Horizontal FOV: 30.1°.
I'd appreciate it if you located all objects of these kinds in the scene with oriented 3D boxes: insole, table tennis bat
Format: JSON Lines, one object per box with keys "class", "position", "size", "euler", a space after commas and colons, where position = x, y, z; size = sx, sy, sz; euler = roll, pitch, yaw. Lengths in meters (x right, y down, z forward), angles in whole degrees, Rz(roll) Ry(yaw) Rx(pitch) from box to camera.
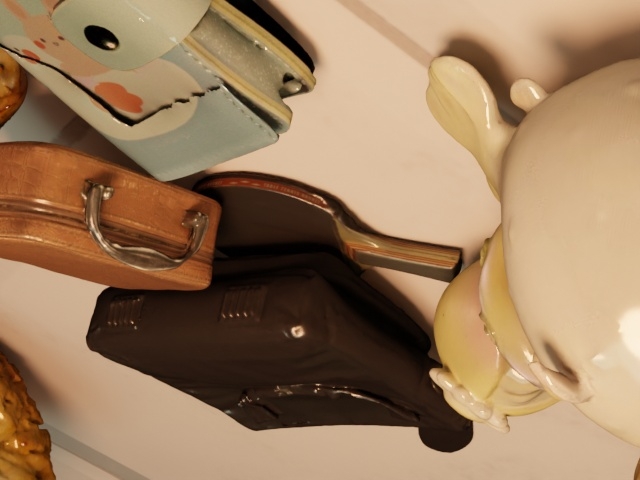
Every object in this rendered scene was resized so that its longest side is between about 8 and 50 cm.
{"class": "insole", "position": [0.119, 0.169, 1.114], "size": [0.053, 0.002, 0.152], "euler": [15, 149, 10]}
{"class": "table tennis bat", "position": [0.000, 0.000, 0.904], "size": [0.220, 0.019, 0.130], "euler": [11, 150, 19]}

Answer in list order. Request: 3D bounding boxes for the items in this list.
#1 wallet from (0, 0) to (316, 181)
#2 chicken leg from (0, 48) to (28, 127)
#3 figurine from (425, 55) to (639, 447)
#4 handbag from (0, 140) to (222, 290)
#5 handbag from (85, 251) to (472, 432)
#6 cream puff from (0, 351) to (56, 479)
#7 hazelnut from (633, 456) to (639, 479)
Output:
{"class": "wallet", "position": [-0.138, -0.141, 0.716], "size": [0.250, 0.075, 0.176], "euler": [40, 150, -29]}
{"class": "chicken leg", "position": [-0.324, -0.127, 0.840], "size": [0.251, 0.087, 0.107], "euler": [13, 153, 19]}
{"class": "figurine", "position": [0.146, 0.011, 0.723], "size": [0.274, 0.227, 0.394], "euler": [52, 162, 8]}
{"class": "handbag", "position": [-0.167, -0.013, 0.850], "size": [0.151, 0.072, 0.193], "euler": [1, 166, 37]}
{"class": "handbag", "position": [-0.031, 0.093, 0.993], "size": [0.275, 0.088, 0.244], "euler": [-10, 146, 41]}
{"class": "cream puff", "position": [-0.432, 0.212, 1.297], "size": [0.343, 0.231, 0.327], "euler": [24, 145, 8]}
{"class": "hazelnut", "position": [0.355, 0.225, 0.884], "size": [0.261, 0.261, 0.241], "euler": [31, 116, -16]}
